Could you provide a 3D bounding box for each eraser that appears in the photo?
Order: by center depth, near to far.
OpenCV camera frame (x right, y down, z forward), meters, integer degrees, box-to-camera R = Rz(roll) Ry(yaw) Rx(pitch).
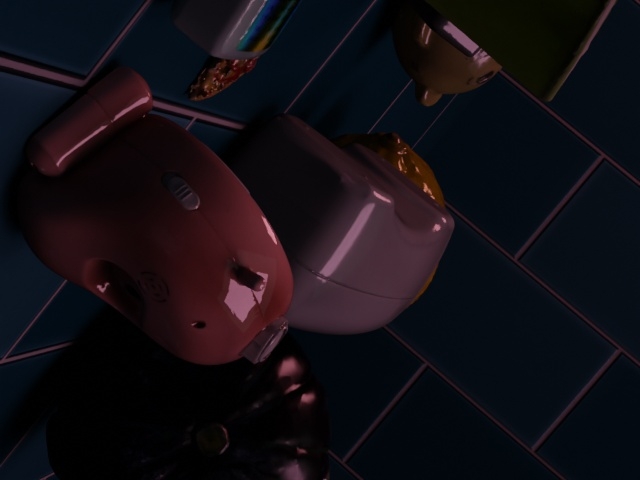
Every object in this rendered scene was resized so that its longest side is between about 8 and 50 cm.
[{"bbox_3d":[0.139,-0.269,1.148,0.092,0.274,0.210,-45,171,-20],"label":"eraser"}]

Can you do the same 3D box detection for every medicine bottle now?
[{"bbox_3d":[-0.020,-0.250,1.042,0.229,0.083,0.121,-52,174,26],"label":"medicine bottle"}]

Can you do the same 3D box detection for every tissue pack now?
[{"bbox_3d":[0.000,0.000,1.699,0.236,0.229,0.333,-55,154,11],"label":"tissue pack"}]

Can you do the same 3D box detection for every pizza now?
[{"bbox_3d":[-0.088,-0.164,1.300,0.099,0.029,0.100,-47,172,-14],"label":"pizza"}]

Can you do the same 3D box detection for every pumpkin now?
[{"bbox_3d":[-0.166,0.254,1.715,0.363,0.363,0.266,-48,-171,-12],"label":"pumpkin"}]

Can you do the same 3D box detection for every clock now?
[{"bbox_3d":[-0.131,0.012,1.120,0.142,0.241,0.227,-44,172,-20],"label":"clock"}]

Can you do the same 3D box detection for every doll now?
[{"bbox_3d":[0.207,-0.311,1.817,0.261,0.161,0.177,-49,154,-24],"label":"doll"}]

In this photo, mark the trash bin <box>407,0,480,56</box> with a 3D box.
[{"bbox_3d":[0.200,-0.348,1.557,0.236,0.101,0.177,-48,-142,16],"label":"trash bin"}]

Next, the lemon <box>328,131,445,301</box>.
[{"bbox_3d":[0.053,-0.022,2.000,0.268,0.268,0.322,-43,148,-45],"label":"lemon"}]
